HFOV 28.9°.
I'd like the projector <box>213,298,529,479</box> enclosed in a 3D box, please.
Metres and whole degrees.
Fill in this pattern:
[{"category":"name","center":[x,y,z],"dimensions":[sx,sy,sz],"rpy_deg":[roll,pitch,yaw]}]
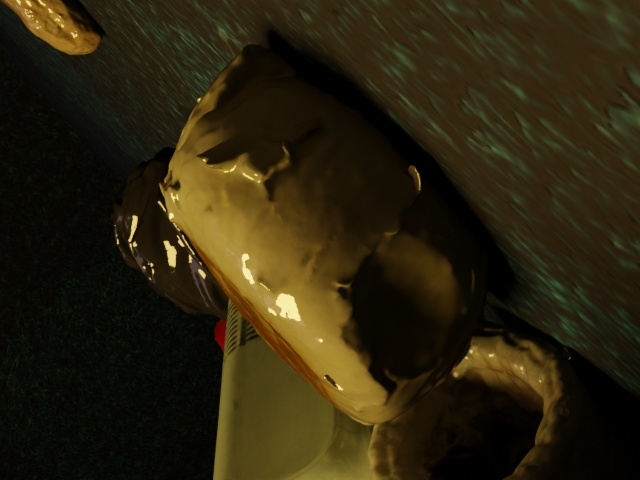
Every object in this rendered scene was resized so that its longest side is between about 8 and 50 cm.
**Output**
[{"category":"projector","center":[0.044,0.144,0.698],"dimensions":[0.250,0.108,0.198],"rpy_deg":[49,-159,-28]}]

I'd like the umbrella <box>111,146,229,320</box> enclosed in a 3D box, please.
[{"category":"umbrella","center":[-0.006,0.058,0.912],"dimensions":[0.340,0.118,0.118],"rpy_deg":[37,174,-2]}]

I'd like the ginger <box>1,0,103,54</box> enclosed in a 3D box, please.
[{"category":"ginger","center":[-0.242,-0.205,0.950],"dimensions":[0.173,0.051,0.069],"rpy_deg":[47,177,9]}]

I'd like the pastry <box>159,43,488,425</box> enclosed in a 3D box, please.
[{"category":"pastry","center":[0.000,0.000,0.516],"dimensions":[0.166,0.088,0.166],"rpy_deg":[47,171,10]}]

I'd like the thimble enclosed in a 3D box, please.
[{"category":"thimble","center":[0.085,0.102,0.538],"dimensions":[0.090,0.102,0.115],"rpy_deg":[49,-158,-27]}]

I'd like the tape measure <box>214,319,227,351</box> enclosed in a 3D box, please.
[{"category":"tape measure","center":[0.016,0.132,1.074],"dimensions":[0.260,0.114,0.253],"rpy_deg":[50,172,-32]}]
